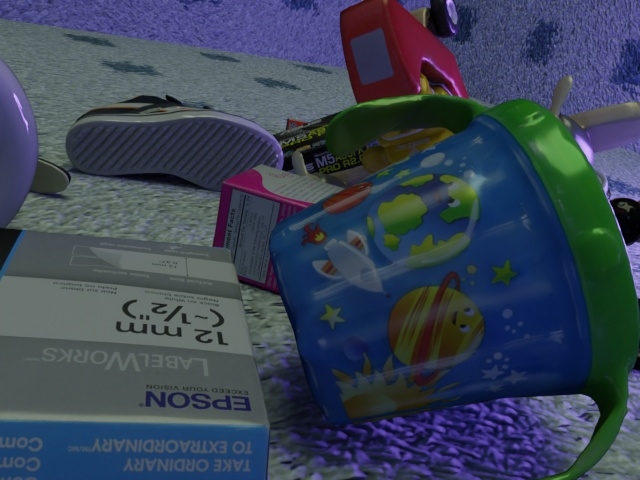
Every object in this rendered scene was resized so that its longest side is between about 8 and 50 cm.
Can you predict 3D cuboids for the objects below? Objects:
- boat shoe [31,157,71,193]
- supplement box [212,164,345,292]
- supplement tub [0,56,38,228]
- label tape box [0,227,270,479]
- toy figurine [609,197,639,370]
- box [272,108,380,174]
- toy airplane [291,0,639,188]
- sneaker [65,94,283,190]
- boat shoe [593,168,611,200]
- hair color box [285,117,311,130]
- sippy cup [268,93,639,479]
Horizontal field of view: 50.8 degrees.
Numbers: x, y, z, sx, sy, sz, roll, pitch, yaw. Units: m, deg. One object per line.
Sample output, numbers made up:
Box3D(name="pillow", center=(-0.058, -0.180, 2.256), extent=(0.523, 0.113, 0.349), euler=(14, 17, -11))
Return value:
Box3D(name="boat shoe", center=(-0.389, -0.095, 0.890), extent=(0.132, 0.049, 0.042), euler=(10, 27, 8))
Box3D(name="supplement box", center=(0.000, 0.000, 0.767), extent=(0.219, 0.114, 0.111), euler=(19, 21, 13))
Box3D(name="supplement tub", center=(-0.449, -0.134, 0.681), extent=(0.240, 0.241, 0.331), euler=(-4, 25, -38))
Box3D(name="label tape box", center=(-0.162, 0.106, 0.387), extent=(0.248, 0.115, 0.348), euler=(6, 19, -16))
Box3D(name="toy figurine", center=(0.361, 0.060, 0.674), extent=(0.148, 0.210, 0.213), euler=(-4, 24, -23))
Box3D(name="box", center=(0.050, -0.180, 1.183), extent=(0.269, 0.060, 0.216), euler=(-18, 22, 3))
Box3D(name="toy airplane", center=(0.157, -0.097, 0.894), extent=(0.384, 0.386, 0.273), euler=(20, 52, -5))
Box3D(name="sneaker", center=(-0.220, -0.160, 1.053), extent=(0.320, 0.126, 0.127), euler=(6, 26, -12))
Box3D(name="boat shoe", center=(0.447, -0.115, 1.377), extent=(0.114, 0.091, 0.302), euler=(-42, 41, -10))
Box3D(name="hair color box", center=(-0.006, -0.238, 1.496), extent=(0.141, 0.043, 0.072), euler=(10, 11, -7))
Box3D(name="sippy cup", center=(0.085, 0.034, 0.532), extent=(0.223, 0.240, 0.305), euler=(-19, 27, 0))
